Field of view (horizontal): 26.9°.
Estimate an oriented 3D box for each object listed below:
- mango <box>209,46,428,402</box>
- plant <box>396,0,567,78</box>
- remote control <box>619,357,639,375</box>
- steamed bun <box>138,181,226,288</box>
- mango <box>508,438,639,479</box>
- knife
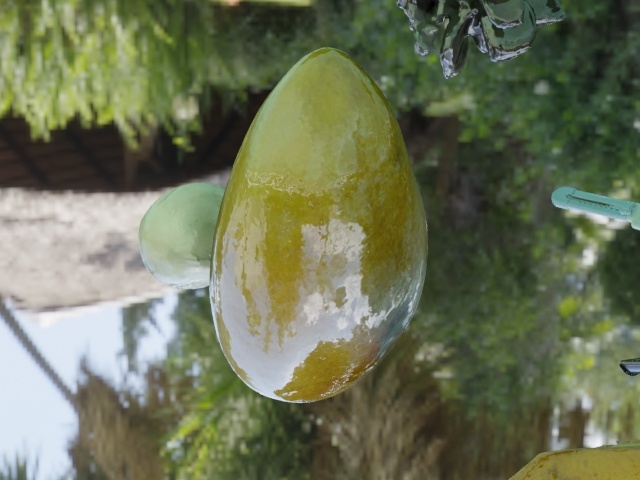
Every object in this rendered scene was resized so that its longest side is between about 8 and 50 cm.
[{"bbox_3d":[0.000,0.000,1.262,0.199,0.384,0.221,34,-136,31],"label":"mango"},{"bbox_3d":[0.170,-0.334,1.467,0.188,0.276,0.199,-20,-171,46],"label":"plant"},{"bbox_3d":[0.289,0.104,1.097,0.034,0.016,0.091,-2,178,-37],"label":"remote control"},{"bbox_3d":[-0.126,-0.007,1.427,0.130,0.112,0.091,-1,172,-25],"label":"steamed bun"},{"bbox_3d":[0.300,0.346,1.616,0.350,0.201,0.199,-24,-146,-12],"label":"mango"},{"bbox_3d":[0.214,-0.027,1.008,0.096,0.010,0.027,15,-116,41],"label":"knife"}]
